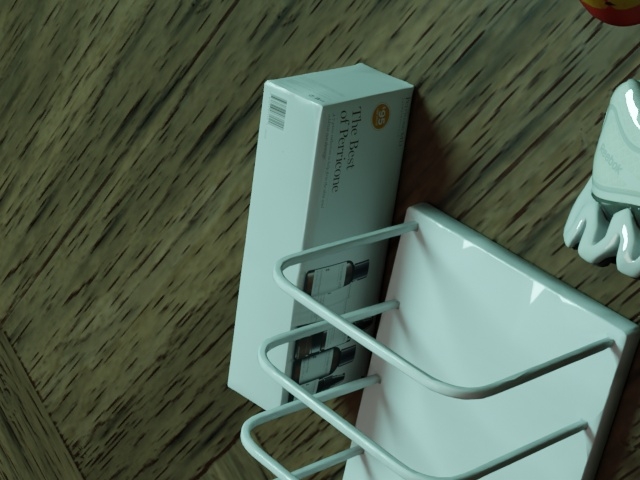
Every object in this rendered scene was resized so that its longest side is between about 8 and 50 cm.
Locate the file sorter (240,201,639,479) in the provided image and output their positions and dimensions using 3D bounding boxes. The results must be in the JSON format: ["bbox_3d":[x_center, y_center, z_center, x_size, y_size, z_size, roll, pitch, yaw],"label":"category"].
[{"bbox_3d":[0.055,0.152,1.073,0.193,0.173,0.278,33,124,35],"label":"file sorter"}]

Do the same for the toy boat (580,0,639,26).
[{"bbox_3d":[0.228,-0.223,0.717,0.318,0.148,0.267,-40,65,4],"label":"toy boat"}]

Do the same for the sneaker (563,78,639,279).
[{"bbox_3d":[0.264,-0.017,0.867,0.292,0.110,0.118,19,106,40],"label":"sneaker"}]

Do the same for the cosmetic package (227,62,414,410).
[{"bbox_3d":[0.000,0.000,1.139,0.060,0.099,0.239,26,120,35],"label":"cosmetic package"}]
